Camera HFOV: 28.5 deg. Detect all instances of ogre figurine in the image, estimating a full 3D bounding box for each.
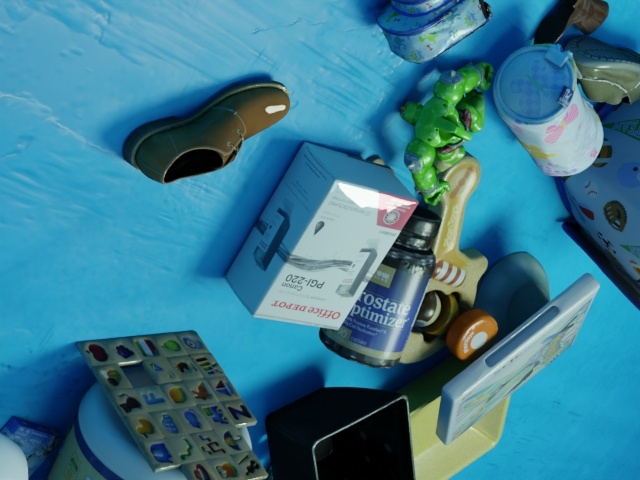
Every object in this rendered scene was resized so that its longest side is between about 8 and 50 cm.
[{"bbox_3d":[0.166,-0.152,1.663,0.197,0.097,0.118,-49,155,12],"label":"ogre figurine"}]

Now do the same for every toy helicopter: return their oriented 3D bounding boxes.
[{"bbox_3d":[0.156,0.029,1.865,0.235,0.140,0.355,-10,124,-32],"label":"toy helicopter"}]

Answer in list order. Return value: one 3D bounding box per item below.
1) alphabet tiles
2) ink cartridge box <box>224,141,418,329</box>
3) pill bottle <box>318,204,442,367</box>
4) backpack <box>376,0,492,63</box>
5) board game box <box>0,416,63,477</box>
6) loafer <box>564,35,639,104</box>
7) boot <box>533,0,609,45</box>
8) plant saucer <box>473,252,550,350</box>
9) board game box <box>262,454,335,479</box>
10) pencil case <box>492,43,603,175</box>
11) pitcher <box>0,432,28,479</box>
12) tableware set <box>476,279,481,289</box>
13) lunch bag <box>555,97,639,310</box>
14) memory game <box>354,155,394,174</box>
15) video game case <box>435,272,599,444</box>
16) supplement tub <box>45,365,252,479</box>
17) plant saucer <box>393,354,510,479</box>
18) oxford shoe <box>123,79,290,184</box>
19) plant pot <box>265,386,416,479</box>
[{"bbox_3d":[-0.167,0.206,1.542,0.198,0.237,0.009,-1,136,-49],"label":"alphabet tiles"},{"bbox_3d":[0.000,0.000,1.622,0.158,0.092,0.218,12,119,-42],"label":"ink cartridge box"},{"bbox_3d":[0.087,0.055,1.739,0.123,0.123,0.219,2,112,-51],"label":"pill bottle"},{"bbox_3d":[0.124,-0.270,1.476,0.114,0.105,0.084,-39,126,-10],"label":"backpack"},{"bbox_3d":[-0.379,0.266,1.565,0.090,0.020,0.090,-48,149,4],"label":"board game box"},{"bbox_3d":[0.431,-0.241,1.876,0.251,0.094,0.087,1,121,-51],"label":"loafer"},{"bbox_3d":[0.358,-0.303,1.780,0.106,0.037,0.114,-54,153,17],"label":"boot"},{"bbox_3d":[0.341,0.118,2.156,0.195,0.037,0.195,-10,106,-39],"label":"plant saucer"},{"bbox_3d":[-0.005,0.401,2.086,0.186,0.026,0.126,11,121,-25],"label":"board game box"},{"bbox_3d":[0.326,-0.181,1.778,0.124,0.113,0.273,-65,156,-5],"label":"pencil case"},{"bbox_3d":[-0.454,0.281,1.419,0.207,0.125,0.178,9,141,-42],"label":"pitcher"},{"bbox_3d":[0.213,0.124,2.103,0.104,0.024,0.154,13,117,-54],"label":"tableware set"},{"bbox_3d":[0.566,-0.017,2.070,0.239,0.328,0.385,-40,150,-2],"label":"lunch bag"},{"bbox_3d":[0.031,-0.037,1.713,0.186,0.012,0.186,-31,145,-24],"label":"memory game"},{"bbox_3d":[0.318,0.203,2.072,0.300,0.036,0.329,-37,162,-10],"label":"video game case"},{"bbox_3d":[-0.245,0.344,1.615,0.228,0.228,0.316,-3,129,-48],"label":"supplement tub"},{"bbox_3d":[0.200,0.334,2.273,0.333,0.081,0.333,-30,145,-26],"label":"plant saucer"},{"bbox_3d":[-0.110,-0.113,1.401,0.212,0.076,0.076,-29,143,-28],"label":"oxford shoe"},{"bbox_3d":[0.019,0.328,1.935,0.187,0.167,0.188,-22,116,-33],"label":"plant pot"}]
